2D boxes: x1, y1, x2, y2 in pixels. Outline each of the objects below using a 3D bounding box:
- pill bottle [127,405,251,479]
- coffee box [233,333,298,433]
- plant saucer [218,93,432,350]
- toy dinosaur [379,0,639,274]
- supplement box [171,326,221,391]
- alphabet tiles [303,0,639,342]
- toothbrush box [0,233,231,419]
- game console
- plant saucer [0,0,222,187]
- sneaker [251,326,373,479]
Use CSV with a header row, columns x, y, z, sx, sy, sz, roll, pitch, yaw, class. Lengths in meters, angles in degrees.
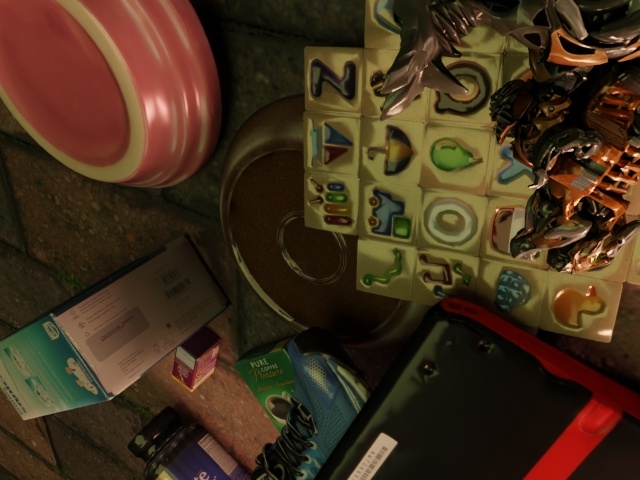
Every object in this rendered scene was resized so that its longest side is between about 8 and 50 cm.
x,y,z,sx,sy,sz,roll,pitch,yaw,class
-0.212,0.388,0.961,0.219,0.123,0.122,43,133,7,pill bottle
-0.027,0.220,0.783,0.113,0.040,0.184,-27,99,42,coffee box
0.000,0.000,0.627,0.311,0.050,0.310,17,124,27,plant saucer
0.158,-0.137,0.366,0.219,0.164,0.321,9,96,8,toy dinosaur
-0.187,0.176,0.862,0.043,0.055,0.083,33,130,16,supplement box
0.140,-0.065,0.471,0.343,0.011,0.284,10,114,23,alphabet tiles
-0.308,0.127,0.811,0.296,0.216,0.126,-24,100,43,toothbrush box
0.163,0.281,0.553,0.342,0.060,0.386,30,109,3,game console
-0.266,-0.191,0.643,0.332,0.084,0.332,21,136,22,plant saucer
-0.004,0.246,0.635,0.130,0.147,0.329,-132,31,-58,sneaker
